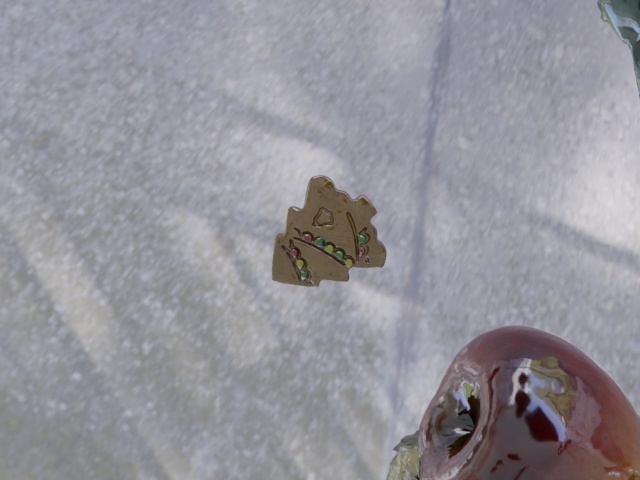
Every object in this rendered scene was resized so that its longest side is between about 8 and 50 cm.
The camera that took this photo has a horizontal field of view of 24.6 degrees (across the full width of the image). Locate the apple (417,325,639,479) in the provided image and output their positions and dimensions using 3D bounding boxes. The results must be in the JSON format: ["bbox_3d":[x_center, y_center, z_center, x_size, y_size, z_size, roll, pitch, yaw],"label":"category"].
[{"bbox_3d":[0.166,0.149,1.083,0.158,0.156,0.147,22,114,-20],"label":"apple"}]

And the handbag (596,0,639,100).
[{"bbox_3d":[0.204,-0.171,0.539,0.260,0.079,0.248,-22,108,-20],"label":"handbag"}]

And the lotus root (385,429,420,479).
[{"bbox_3d":[0.100,0.219,1.160,0.143,0.070,0.144,-16,104,36],"label":"lotus root"}]

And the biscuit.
[{"bbox_3d":[0.000,0.000,1.050,0.092,0.016,0.082,-35,100,9],"label":"biscuit"}]
